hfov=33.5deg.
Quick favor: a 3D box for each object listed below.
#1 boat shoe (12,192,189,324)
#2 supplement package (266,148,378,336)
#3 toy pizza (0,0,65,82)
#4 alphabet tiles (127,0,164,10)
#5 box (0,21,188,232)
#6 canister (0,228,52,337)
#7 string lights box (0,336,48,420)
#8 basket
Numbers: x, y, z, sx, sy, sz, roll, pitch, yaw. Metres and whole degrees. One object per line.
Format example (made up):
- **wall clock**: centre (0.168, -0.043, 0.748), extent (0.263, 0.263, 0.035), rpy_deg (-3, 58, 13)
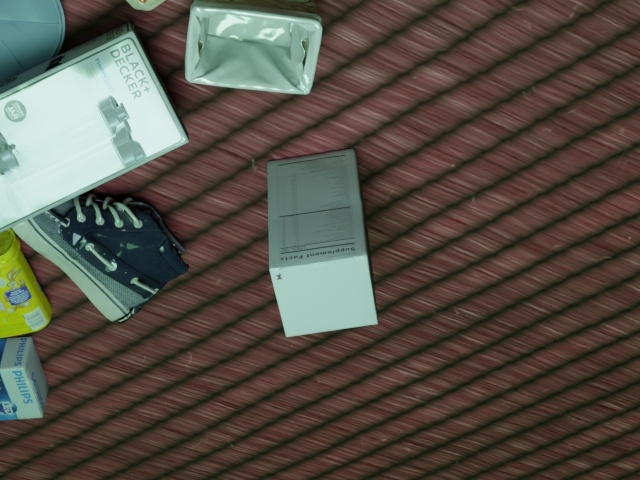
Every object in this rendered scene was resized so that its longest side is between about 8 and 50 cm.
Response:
- **boat shoe**: centre (-0.337, -0.033, 1.570), extent (0.158, 0.127, 0.340), rpy_deg (-33, 128, 7)
- **supplement package**: centre (0.000, 0.000, 1.519), extent (0.139, 0.244, 0.134), rpy_deg (-8, 130, 4)
- **toy pizza**: centre (-0.433, -0.294, 1.381), extent (0.201, 0.032, 0.201), rpy_deg (-2, 132, -2)
- **alphabet tiles**: centre (-0.243, -0.421, 1.290), extent (0.284, 0.021, 0.278), rpy_deg (-29, 126, 20)
- **box**: centre (-0.339, -0.149, 1.401), extent (0.290, 0.087, 0.169), rpy_deg (-25, 111, -2)
- **canister**: centre (-0.506, 0.071, 1.664), extent (0.126, 0.073, 0.170), rpy_deg (-10, 132, 5)
- **string lights box**: centre (-0.608, 0.241, 1.800), extent (0.259, 0.077, 0.133), rpy_deg (-4, 131, 0)
- **basket**: centre (-0.087, -0.269, 1.377), extent (0.167, 0.103, 0.113), rpy_deg (6, 130, -7)
